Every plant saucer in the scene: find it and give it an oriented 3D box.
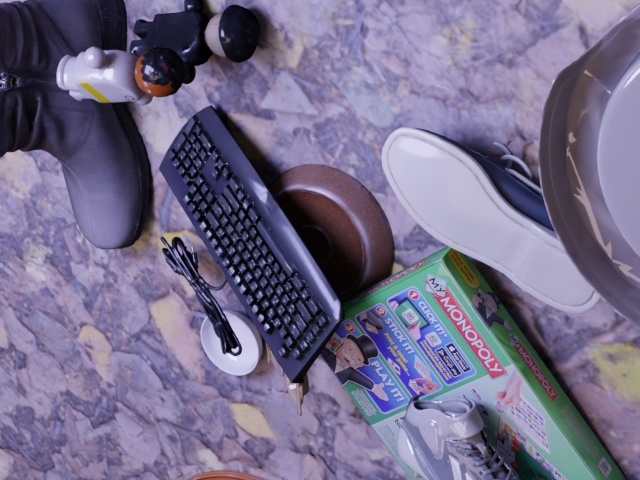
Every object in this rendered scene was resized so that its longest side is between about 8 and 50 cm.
[{"bbox_3d":[0.000,0.000,1.480,0.168,0.029,0.168,15,120,27],"label":"plant saucer"}]

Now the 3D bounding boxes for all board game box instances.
[{"bbox_3d":[0.150,0.176,1.438,0.213,0.046,0.317,-30,99,40],"label":"board game box"}]

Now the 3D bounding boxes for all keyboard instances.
[{"bbox_3d":[-0.097,0.023,1.482,0.317,0.033,0.201,56,134,29],"label":"keyboard"}]

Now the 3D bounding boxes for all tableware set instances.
[{"bbox_3d":[-0.042,0.105,1.509,0.168,0.020,0.141,-131,34,-57],"label":"tableware set"}]

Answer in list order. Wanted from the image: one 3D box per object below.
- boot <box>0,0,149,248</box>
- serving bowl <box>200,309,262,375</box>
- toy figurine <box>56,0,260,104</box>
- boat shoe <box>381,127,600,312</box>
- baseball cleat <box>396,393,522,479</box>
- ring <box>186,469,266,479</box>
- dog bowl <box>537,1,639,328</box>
[{"bbox_3d":[-0.310,-0.116,1.506,0.118,0.223,0.338,7,116,31],"label":"boot"},{"bbox_3d":[-0.100,0.116,1.606,0.083,0.027,0.083,16,121,28],"label":"serving bowl"},{"bbox_3d":[-0.171,-0.246,1.357,0.148,0.209,0.213,0,113,28],"label":"toy figurine"},{"bbox_3d":[0.176,-0.031,1.311,0.254,0.079,0.095,33,125,14],"label":"boat shoe"},{"bbox_3d":[0.160,0.230,1.369,0.206,0.072,0.109,30,129,27],"label":"baseball cleat"},{"bbox_3d":[-0.080,0.450,1.758,0.337,0.032,0.336,15,121,27],"label":"ring"},{"bbox_3d":[0.364,-0.069,1.149,0.349,0.102,0.348,15,121,27],"label":"dog bowl"}]
